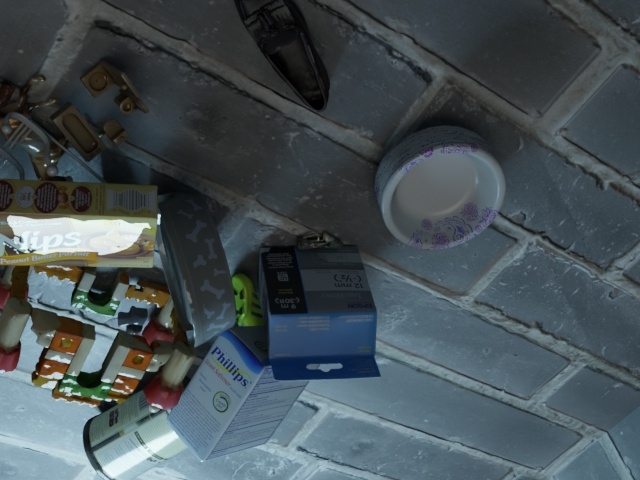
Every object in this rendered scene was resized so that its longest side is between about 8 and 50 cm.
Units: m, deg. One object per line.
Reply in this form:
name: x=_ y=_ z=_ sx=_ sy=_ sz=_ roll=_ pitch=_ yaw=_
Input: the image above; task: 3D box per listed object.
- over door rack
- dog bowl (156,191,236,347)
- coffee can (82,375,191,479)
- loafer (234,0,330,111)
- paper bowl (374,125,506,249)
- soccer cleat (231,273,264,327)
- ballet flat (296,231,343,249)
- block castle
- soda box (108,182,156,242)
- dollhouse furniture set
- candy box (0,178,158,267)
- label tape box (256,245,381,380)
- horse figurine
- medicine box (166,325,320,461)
over door rack: x=-0.539 y=-0.086 z=1.598 sx=0.324 sy=0.108 sz=0.240 roll=34 pitch=130 yaw=-26
dog bowl: x=-0.276 y=0.054 z=1.714 sx=0.102 sy=0.348 sz=0.348 roll=-15 pitch=131 yaw=-17
coffee can: x=-0.458 y=0.500 z=2.108 sx=0.275 sy=0.201 sz=0.201 roll=-31 pitch=128 yaw=13
loafer: x=-0.063 y=-0.380 z=1.555 sx=0.109 sy=0.095 sz=0.302 roll=-29 pitch=128 yaw=11
paper bowl: x=0.261 y=-0.130 z=1.790 sx=0.285 sy=0.148 sz=0.284 roll=-6 pitch=130 yaw=-7
soccer cleat: x=-0.174 y=0.191 z=2.013 sx=0.121 sy=0.093 sz=0.289 roll=-28 pitch=131 yaw=-30
ballet flat: x=0.000 y=0.000 z=1.912 sx=0.115 sy=0.041 sz=0.041 roll=-3 pitch=129 yaw=-11
block castle: x=-0.522 y=0.215 z=1.807 sx=0.454 sy=0.303 sz=0.212 roll=19 pitch=115 yaw=-25
soda box: x=-0.437 y=-0.040 z=1.759 sx=0.058 sy=0.063 sz=0.183 roll=4 pitch=136 yaw=27
dollhouse furniture set: x=-0.422 y=-0.239 z=1.540 sx=0.151 sy=0.123 sz=0.144 roll=-42 pitch=130 yaw=-13
candy box: x=-0.480 y=-0.029 z=1.536 sx=0.317 sy=0.087 sz=0.183 roll=2 pitch=145 yaw=-14
label tape box: x=-0.006 y=0.160 z=1.836 sx=0.249 sy=0.347 sz=0.115 roll=0 pitch=127 yaw=-12
horse figurine: x=-0.567 y=-0.222 z=1.595 sx=0.175 sy=0.066 sz=0.263 roll=-33 pitch=133 yaw=13
medicine box: x=-0.178 y=0.358 z=1.903 sx=0.289 sy=0.149 sz=0.264 roll=-57 pitch=153 yaw=13
